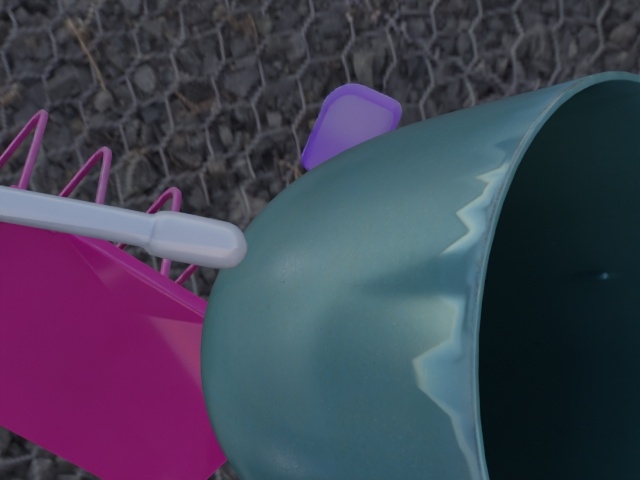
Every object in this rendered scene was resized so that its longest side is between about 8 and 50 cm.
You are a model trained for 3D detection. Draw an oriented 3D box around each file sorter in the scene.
[{"bbox_3d":[-0.184,0.054,1.126,0.290,0.182,0.202,34,118,-22],"label":"file sorter"}]

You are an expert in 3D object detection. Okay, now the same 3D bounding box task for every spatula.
[{"bbox_3d":[0.000,0.000,1.194,0.084,0.030,0.297,21,81,-32],"label":"spatula"}]

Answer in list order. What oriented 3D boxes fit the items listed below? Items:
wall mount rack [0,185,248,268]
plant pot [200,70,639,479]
[{"bbox_3d":[-0.150,-0.126,0.419,0.130,0.304,0.350,0,78,34],"label":"wall mount rack"},{"bbox_3d":[0.075,0.067,0.727,0.235,0.293,0.293,-4,70,42],"label":"plant pot"}]
